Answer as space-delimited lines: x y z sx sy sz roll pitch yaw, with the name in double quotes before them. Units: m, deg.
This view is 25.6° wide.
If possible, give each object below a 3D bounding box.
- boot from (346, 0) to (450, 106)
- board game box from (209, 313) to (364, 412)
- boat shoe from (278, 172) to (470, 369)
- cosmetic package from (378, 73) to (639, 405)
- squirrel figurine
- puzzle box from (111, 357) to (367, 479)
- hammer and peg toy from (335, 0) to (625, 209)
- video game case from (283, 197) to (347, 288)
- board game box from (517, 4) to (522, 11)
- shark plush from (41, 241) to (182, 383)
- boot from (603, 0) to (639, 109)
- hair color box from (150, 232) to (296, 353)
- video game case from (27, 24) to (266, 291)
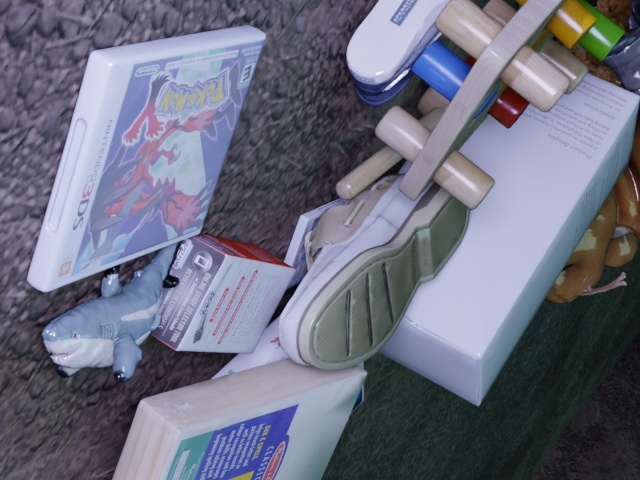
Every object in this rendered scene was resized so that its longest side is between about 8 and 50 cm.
"boot" 0.090 -0.214 1.314 0.190 0.069 0.086 -49 167 -8
"board game box" -0.068 0.192 1.437 0.305 0.053 0.193 -42 150 -29
"boat shoe" 0.037 0.025 1.386 0.302 0.103 0.113 -40 137 -47
"cosmetic package" 0.185 -0.028 1.574 0.365 0.197 0.155 -55 160 -18
"squirrel figurine" 0.359 -0.119 1.854 0.370 0.281 0.397 -30 118 -19
"puzzle box" -0.120 0.299 1.344 0.272 0.052 0.409 -9 128 -52
"hammer and peg toy" 0.166 -0.146 1.341 0.266 0.127 0.361 -48 174 -30
"video game case" 0.000 0.000 1.453 0.122 0.011 0.087 -25 141 -57
"board game box" 0.286 -0.385 1.587 0.136 0.030 0.259 -43 154 -34
"shark plush" -0.150 0.047 1.103 0.161 0.073 0.067 -42 124 -31
"boot" 0.484 -0.217 1.693 0.338 0.222 0.118 -32 -169 -38
"hair color box" -0.090 0.047 1.242 0.093 0.053 0.167 -62 162 4
"video game case" -0.125 -0.065 1.047 0.201 0.023 0.183 -25 140 -58
